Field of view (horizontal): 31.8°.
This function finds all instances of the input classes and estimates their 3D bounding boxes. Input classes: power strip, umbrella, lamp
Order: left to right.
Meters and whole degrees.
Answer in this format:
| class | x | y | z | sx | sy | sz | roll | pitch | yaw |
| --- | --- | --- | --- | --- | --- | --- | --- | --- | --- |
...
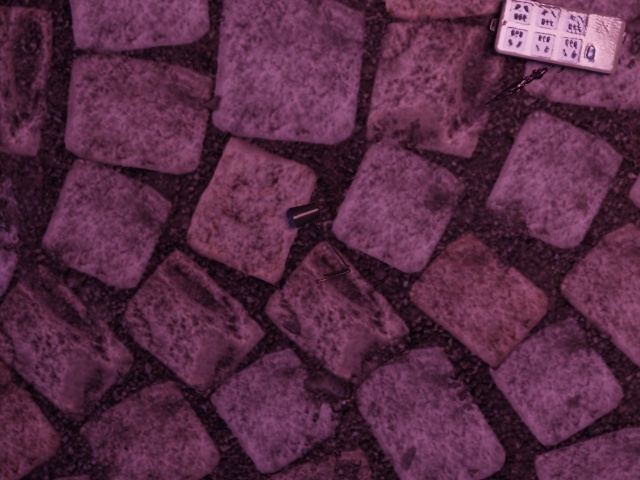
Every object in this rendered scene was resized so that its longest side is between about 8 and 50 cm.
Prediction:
| class | x | y | z | sx | sy | sz | roll | pitch | yaw |
| --- | --- | --- | --- | --- | --- | --- | --- | --- | --- |
| lamp | 0.000 | -0.001 | 1.664 | 0.054 | 0.041 | 0.121 | -21 | 97 | -2 |
| umbrella | 0.292 | -0.228 | 1.610 | 0.122 | 0.013 | 0.022 | -25 | 120 | 6 |
| power strip | 0.335 | -0.287 | 1.579 | 0.192 | 0.035 | 0.081 | 11 | 93 | 0 |
